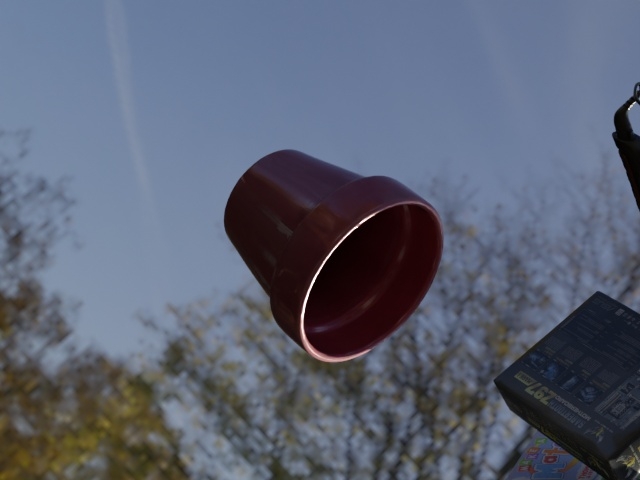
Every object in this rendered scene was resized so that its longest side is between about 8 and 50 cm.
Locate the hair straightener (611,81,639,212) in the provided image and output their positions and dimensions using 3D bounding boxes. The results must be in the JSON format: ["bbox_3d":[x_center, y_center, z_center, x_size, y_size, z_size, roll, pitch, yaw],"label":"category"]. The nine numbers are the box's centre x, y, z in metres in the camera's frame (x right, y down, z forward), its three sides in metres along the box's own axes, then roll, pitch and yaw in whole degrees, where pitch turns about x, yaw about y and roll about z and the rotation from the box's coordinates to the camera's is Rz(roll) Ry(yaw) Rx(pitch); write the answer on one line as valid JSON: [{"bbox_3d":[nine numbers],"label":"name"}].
[{"bbox_3d":[0.325,-0.034,1.451,0.089,0.047,0.230,-7,-79,59],"label":"hair straightener"}]

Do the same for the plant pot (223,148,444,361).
[{"bbox_3d":[0.000,0.000,1.714,0.180,0.201,0.201,38,-22,37],"label":"plant pot"}]

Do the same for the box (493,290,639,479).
[{"bbox_3d":[0.345,0.173,1.917,0.232,0.183,0.059,33,-22,55],"label":"box"}]

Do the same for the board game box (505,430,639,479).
[{"bbox_3d":[0.347,0.283,1.966,0.211,0.160,0.039,-1,-68,28],"label":"board game box"}]
